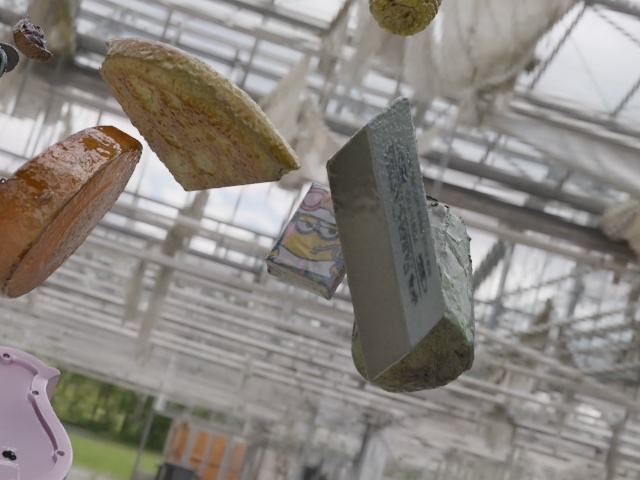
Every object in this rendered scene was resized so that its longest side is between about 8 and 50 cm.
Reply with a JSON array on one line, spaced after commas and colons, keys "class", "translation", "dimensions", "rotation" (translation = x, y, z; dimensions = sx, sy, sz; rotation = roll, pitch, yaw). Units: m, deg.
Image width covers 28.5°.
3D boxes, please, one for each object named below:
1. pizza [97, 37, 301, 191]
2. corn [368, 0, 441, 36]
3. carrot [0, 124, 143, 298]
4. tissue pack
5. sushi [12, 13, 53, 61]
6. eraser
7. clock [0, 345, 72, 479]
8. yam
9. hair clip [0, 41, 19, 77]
[{"class": "pizza", "translation": [-0.172, -0.190, 1.778], "dimensions": [0.268, 0.087, 0.258], "rotation": [1, -47, 52]}, {"class": "corn", "translation": [0.167, -0.499, 2.140], "dimensions": [0.131, 0.345, 0.131], "rotation": [12, -34, 9]}, {"class": "carrot", "translation": [-0.352, -0.048, 1.668], "dimensions": [0.100, 0.307, 0.258], "rotation": [42, -49, 0]}, {"class": "tissue pack", "translation": [0.000, 0.000, 1.939], "dimensions": [0.115, 0.155, 0.065], "rotation": [25, -20, 16]}, {"class": "sushi", "translation": [-0.473, -0.330, 2.059], "dimensions": [0.099, 0.047, 0.050], "rotation": [57, 20, 13]}, {"class": "eraser", "translation": [0.085, 0.001, 1.558], "dimensions": [0.077, 0.353, 0.111], "rotation": [3, 26, 30]}, {"class": "clock", "translation": [-0.406, 0.208, 1.306], "dimensions": [0.290, 0.080, 0.275], "rotation": [15, 28, -19]}, {"class": "yam", "translation": [0.146, 0.083, 1.948], "dimensions": [0.195, 0.300, 0.195], "rotation": [3, -47, 3]}, {"class": "hair clip", "translation": [-0.457, -0.249, 1.431], "dimensions": [0.229, 0.039, 0.070], "rotation": [26, 15, -8]}]
